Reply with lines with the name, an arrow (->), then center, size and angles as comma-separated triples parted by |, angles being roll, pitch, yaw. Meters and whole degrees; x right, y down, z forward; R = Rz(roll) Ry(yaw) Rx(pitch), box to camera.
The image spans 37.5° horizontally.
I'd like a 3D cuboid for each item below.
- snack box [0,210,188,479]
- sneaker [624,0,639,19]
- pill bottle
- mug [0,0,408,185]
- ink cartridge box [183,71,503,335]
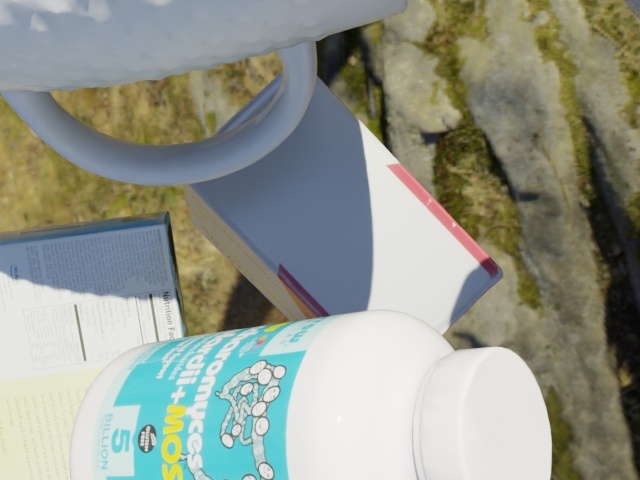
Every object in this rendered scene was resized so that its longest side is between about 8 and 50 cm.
snack box -> -0.196, 0.146, 0.788 | 0.060, 0.187, 0.321 | -115, 18, -76
sneaker -> 0.217, -0.223, 0.509 | 0.102, 0.282, 0.161 | 25, 95, 19
pill bottle -> -0.009, 0.118, 0.538 | 0.264, 0.146, 0.146 | -12, 92, 37
mug -> -0.128, -0.190, 0.588 | 0.276, 0.328, 0.374 | -98, -8, -51
ink cartridge box -> 0.000, 0.000, 1.035 | 0.279, 0.160, 0.385 | 45, 172, -1
